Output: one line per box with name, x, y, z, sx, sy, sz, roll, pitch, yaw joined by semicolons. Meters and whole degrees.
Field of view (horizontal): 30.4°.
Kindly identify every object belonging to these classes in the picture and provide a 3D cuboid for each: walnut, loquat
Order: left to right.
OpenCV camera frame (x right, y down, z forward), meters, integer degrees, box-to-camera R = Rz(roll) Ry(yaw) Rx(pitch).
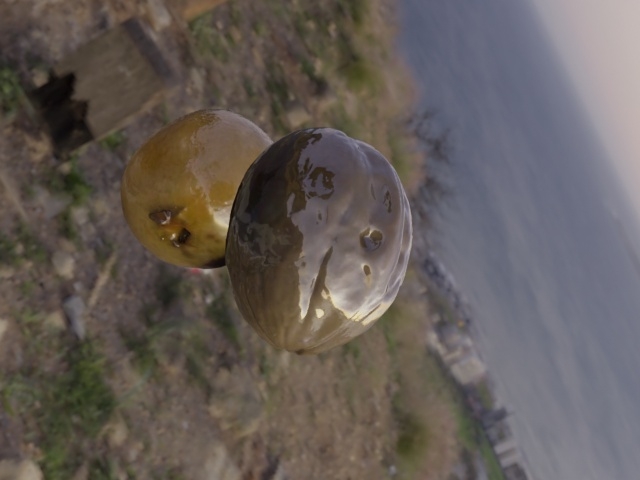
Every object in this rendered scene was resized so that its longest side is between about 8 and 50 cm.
loquat;-0.105;-0.047;1.065;0.137;0.163;0.163;42;19;-8
walnut;-0.001;0.000;0.855;0.140;0.140;0.162;39;52;-57
